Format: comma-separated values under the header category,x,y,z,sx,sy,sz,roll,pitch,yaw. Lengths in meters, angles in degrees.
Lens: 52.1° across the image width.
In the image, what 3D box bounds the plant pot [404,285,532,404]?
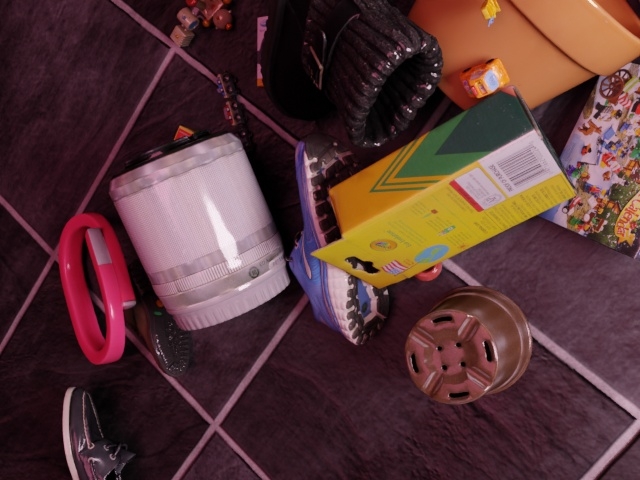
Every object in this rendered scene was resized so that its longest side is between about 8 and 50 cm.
category,x,y,z,sx,sy,sz,roll,pitch,yaw
plant pot,0.200,0.151,0.922,0.167,0.165,0.166,0,90,26

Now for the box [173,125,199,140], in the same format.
category,x,y,z,sx,sy,sz,roll,pitch,yaw
box,-0.252,-0.083,1.188,0.087,0.058,0.232,30,102,22

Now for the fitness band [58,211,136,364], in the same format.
category,x,y,z,sx,sy,sz,roll,pitch,yaw
fitness band,-0.423,0.087,1.229,0.209,0.054,0.290,-38,66,46

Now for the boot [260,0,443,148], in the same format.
category,x,y,z,sx,sy,sz,roll,pitch,yaw
boot,0.030,-0.221,0.912,0.131,0.348,0.260,-29,68,-15

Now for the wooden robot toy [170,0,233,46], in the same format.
category,x,y,z,sx,sy,sz,roll,pitch,yaw
wooden robot toy,-0.193,-0.399,1.159,0.173,0.076,0.079,-42,85,19

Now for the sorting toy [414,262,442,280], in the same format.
category,x,y,z,sx,sy,sz,roll,pitch,yaw
sorting toy,0.151,0.018,1.018,0.061,0.042,0.102,-16,71,8

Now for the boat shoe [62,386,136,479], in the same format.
category,x,y,z,sx,sy,sz,roll,pitch,yaw
boat shoe,-0.402,0.436,1.231,0.113,0.127,0.340,-13,75,-5

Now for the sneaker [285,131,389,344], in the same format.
category,x,y,z,sx,sy,sz,roll,pitch,yaw
sneaker,0.000,0.000,1.002,0.147,0.130,0.329,8,115,42

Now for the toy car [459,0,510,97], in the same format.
category,x,y,z,sx,sy,sz,roll,pitch,yaw
toy car,0.178,-0.215,0.752,0.060,0.040,0.122,6,135,33

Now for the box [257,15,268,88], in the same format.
category,x,y,z,sx,sy,sz,roll,pitch,yaw
box,-0.068,-0.333,1.121,0.081,0.028,0.136,0,92,25

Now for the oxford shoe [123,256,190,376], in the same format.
category,x,y,z,sx,sy,sz,roll,pitch,yaw
oxford shoe,-0.309,0.150,1.213,0.096,0.083,0.227,-34,73,37

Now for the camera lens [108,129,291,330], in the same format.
category,x,y,z,sx,sy,sz,roll,pitch,yaw
camera lens,-0.188,-0.024,1.042,0.219,0.219,0.274,-18,101,24

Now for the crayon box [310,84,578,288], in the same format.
category,x,y,z,sx,sy,sz,roll,pitch,yaw
crayon box,0.156,-0.052,0.876,0.319,0.202,0.081,-29,59,22

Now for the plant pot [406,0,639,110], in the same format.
category,x,y,z,sx,sy,sz,roll,pitch,yaw
plant pot,0.250,-0.290,0.856,0.203,0.291,0.291,-44,72,36

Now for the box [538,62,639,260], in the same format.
category,x,y,z,sx,sy,sz,roll,pitch,yaw
box,0.403,-0.109,0.861,0.159,0.044,0.233,34,105,47

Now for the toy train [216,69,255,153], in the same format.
category,x,y,z,sx,sy,sz,roll,pitch,yaw
toy train,-0.153,-0.227,1.162,0.036,0.027,0.158,-21,82,34
